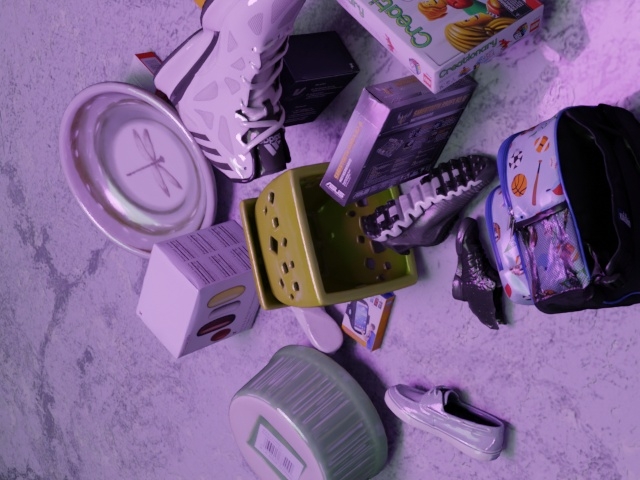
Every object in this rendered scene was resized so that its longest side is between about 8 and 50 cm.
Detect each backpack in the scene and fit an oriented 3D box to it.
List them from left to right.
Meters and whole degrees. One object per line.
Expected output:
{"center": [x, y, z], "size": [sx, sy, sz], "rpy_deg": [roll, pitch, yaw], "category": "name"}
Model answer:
{"center": [0.347, -0.040, 1.223], "size": [0.213, 0.276, 0.264], "rpy_deg": [-16, 80, 46], "category": "backpack"}

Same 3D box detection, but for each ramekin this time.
{"center": [-0.034, 0.362, 1.760], "size": [0.303, 0.148, 0.303], "rpy_deg": [30, 138, 32], "category": "ramekin"}

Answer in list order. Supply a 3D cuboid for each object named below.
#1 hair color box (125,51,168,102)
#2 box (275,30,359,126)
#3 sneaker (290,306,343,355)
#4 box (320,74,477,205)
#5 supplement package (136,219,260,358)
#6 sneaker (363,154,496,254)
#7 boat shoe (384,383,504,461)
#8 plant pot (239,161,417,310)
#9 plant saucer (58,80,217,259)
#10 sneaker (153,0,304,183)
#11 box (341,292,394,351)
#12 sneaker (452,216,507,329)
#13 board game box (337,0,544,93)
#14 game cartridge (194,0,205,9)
{"center": [-0.374, -0.306, 1.986], "size": [0.093, 0.053, 0.167], "rpy_deg": [47, 131, 20], "category": "hair color box"}
{"center": [-0.047, -0.271, 1.593], "size": [0.158, 0.156, 0.093], "rpy_deg": [-41, 74, 45], "category": "box"}
{"center": [-0.027, 0.126, 1.782], "size": [0.094, 0.080, 0.212], "rpy_deg": [109, 140, -70], "category": "sneaker"}
{"center": [0.120, -0.161, 1.408], "size": [0.056, 0.231, 0.183], "rpy_deg": [42, 131, 22], "category": "box"}
{"center": [-0.232, 0.096, 1.875], "size": [0.149, 0.203, 0.194], "rpy_deg": [43, 131, 27], "category": "supplement package"}
{"center": [0.188, -0.051, 1.487], "size": [0.234, 0.106, 0.078], "rpy_deg": [-32, 38, 21], "category": "sneaker"}
{"center": [0.215, 0.289, 1.592], "size": [0.227, 0.079, 0.081], "rpy_deg": [25, 114, 30], "category": "boat shoe"}
{"center": [0.000, 0.000, 1.584], "size": [0.207, 0.227, 0.228], "rpy_deg": [-19, 82, 50], "category": "plant pot"}
{"center": [-0.367, -0.153, 1.957], "size": [0.400, 0.100, 0.401], "rpy_deg": [15, 123, 24], "category": "plant saucer"}
{"center": [-0.079, -0.247, 1.427], "size": [0.258, 0.169, 0.447], "rpy_deg": [59, 145, 1], "category": "sneaker"}
{"center": [0.086, 0.125, 1.692], "size": [0.081, 0.028, 0.136], "rpy_deg": [35, 128, 33], "category": "box"}
{"center": [0.259, 0.052, 1.478], "size": [0.089, 0.051, 0.170], "rpy_deg": [17, 114, 33], "category": "sneaker"}
{"center": [0.142, -0.360, 1.332], "size": [0.305, 0.193, 0.053], "rpy_deg": [49, 164, 27], "category": "board game box"}
{"center": [-0.164, -0.554, 1.631], "size": [0.285, 0.053, 0.323], "rpy_deg": [49, 137, -5], "category": "game cartridge"}
